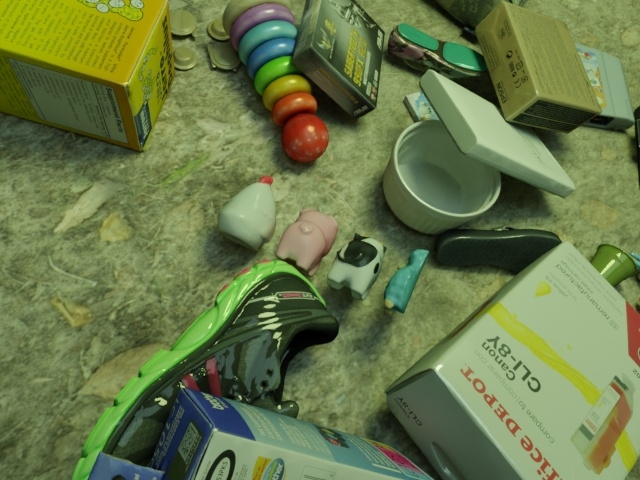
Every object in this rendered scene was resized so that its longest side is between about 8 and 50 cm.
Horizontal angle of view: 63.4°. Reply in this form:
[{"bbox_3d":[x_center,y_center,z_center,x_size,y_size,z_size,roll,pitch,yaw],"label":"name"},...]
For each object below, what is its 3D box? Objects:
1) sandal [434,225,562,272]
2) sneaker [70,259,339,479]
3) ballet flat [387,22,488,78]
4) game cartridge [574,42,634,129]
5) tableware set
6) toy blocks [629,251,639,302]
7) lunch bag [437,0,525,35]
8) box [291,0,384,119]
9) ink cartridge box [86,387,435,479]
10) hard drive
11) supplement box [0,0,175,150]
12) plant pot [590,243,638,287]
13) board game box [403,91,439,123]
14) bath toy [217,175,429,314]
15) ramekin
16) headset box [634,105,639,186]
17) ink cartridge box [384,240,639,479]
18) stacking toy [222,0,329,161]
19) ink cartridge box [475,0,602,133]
[{"bbox_3d":[0.336,0.006,0.963,0.254,0.097,0.055,6,40,-10],"label":"sandal"},{"bbox_3d":[-0.145,0.235,0.711,0.202,0.185,0.483,34,66,13],"label":"sneaker"},{"bbox_3d":[0.247,-0.389,1.107,0.221,0.079,0.077,21,59,-2],"label":"ballet flat"},{"bbox_3d":[0.557,-0.360,1.175,0.296,0.062,0.198,6,71,-9],"label":"game cartridge"},{"bbox_3d":[-0.237,-0.401,1.046,0.168,0.020,0.141,0,69,-13],"label":"tableware set"},{"bbox_3d":[0.654,0.099,1.005,0.148,0.054,0.123,31,65,2],"label":"toy blocks"},{"bbox_3d":[0.389,-0.641,1.169,0.256,0.212,0.305,41,68,-12],"label":"lunch bag"},{"bbox_3d":[0.042,-0.381,1.012,0.183,0.056,0.231,34,51,-34],"label":"box"},{"bbox_3d":[-0.075,0.346,0.598,0.395,0.151,0.270,26,81,-27],"label":"ink cartridge box"},{"bbox_3d":[0.333,-0.194,0.967,0.307,0.040,0.203,12,44,-35],"label":"hard drive"},{"bbox_3d":[-0.452,-0.323,0.874,0.356,0.194,0.196,16,66,-6],"label":"supplement box"},{"bbox_3d":[0.541,0.063,0.989,0.079,0.083,0.083,-41,81,-11],"label":"plant pot"},{"bbox_3d":[0.234,-0.275,1.090,0.090,0.020,0.090,-20,72,-18],"label":"board game box"},{"bbox_3d":[0.000,0.000,0.868,0.347,0.151,0.129,24,78,7],"label":"bath toy"},{"bbox_3d":[0.214,-0.109,0.963,0.206,0.109,0.207,6,63,-13],"label":"ramekin"},{"bbox_3d":[0.831,-0.201,1.133,0.292,0.110,0.218,14,66,-6],"label":"headset box"},{"bbox_3d":[0.334,0.219,0.791,0.384,0.160,0.279,-31,75,-32],"label":"ink cartridge box"},{"bbox_3d":[-0.068,-0.303,0.987,0.141,0.141,0.331,-19,81,-18],"label":"stacking toy"},{"bbox_3d":[0.435,-0.344,1.042,0.193,0.088,0.235,4,65,-29],"label":"ink cartridge box"}]
